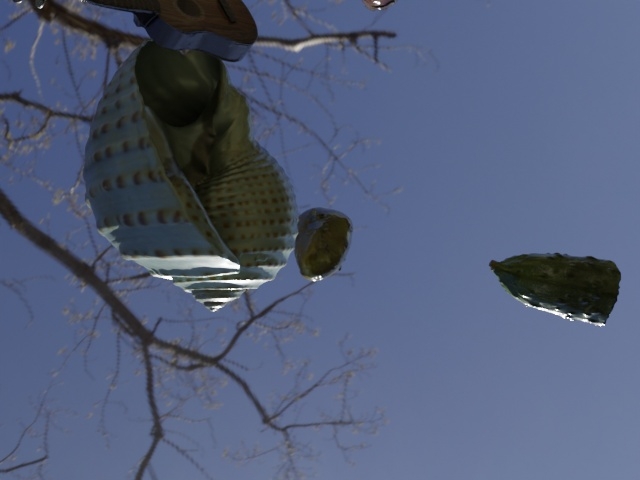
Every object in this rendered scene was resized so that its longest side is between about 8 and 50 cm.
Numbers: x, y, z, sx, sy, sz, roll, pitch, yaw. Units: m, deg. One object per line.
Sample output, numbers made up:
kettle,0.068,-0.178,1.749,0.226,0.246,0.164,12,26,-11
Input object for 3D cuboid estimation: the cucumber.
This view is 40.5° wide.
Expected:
cucumber,0.435,0.076,1.646,0.245,0.134,0.134,13,-122,-4

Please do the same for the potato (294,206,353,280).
potato,0.000,0.000,1.463,0.188,0.105,0.085,-81,-29,-57

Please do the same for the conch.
conch,-0.176,-0.073,1.060,0.303,0.215,0.319,6,-122,-66

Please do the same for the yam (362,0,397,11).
yam,0.092,-0.463,1.512,0.141,0.079,0.079,43,-145,-64

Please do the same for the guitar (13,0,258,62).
guitar,-0.168,-0.211,0.785,0.271,0.038,0.083,-6,-122,-49
